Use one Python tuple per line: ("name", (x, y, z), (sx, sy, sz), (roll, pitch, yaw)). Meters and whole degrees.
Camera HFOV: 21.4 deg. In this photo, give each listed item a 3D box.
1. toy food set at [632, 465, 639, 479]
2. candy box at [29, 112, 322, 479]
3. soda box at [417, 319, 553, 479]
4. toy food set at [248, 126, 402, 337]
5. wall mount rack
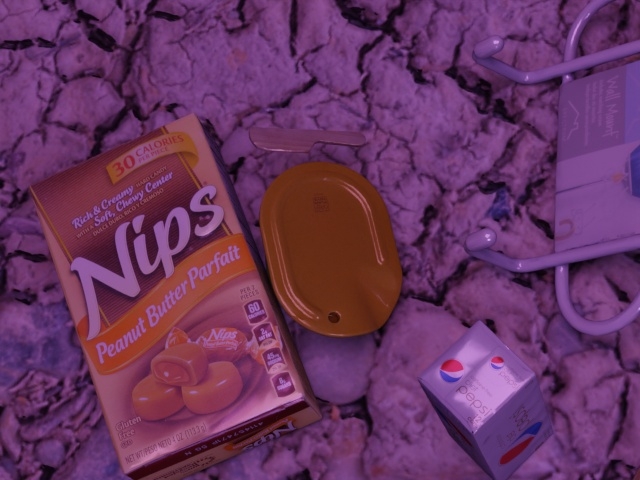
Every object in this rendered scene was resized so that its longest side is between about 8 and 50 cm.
("toy food set", (0.334, 0.236, 1.481), (0.132, 0.038, 0.192), (33, 85, 28))
("candy box", (-0.141, 0.057, 1.617), (0.183, 0.087, 0.316), (-24, 67, 3))
("soda box", (0.145, 0.143, 1.453), (0.074, 0.216, 0.069), (-43, 69, -5))
("toy food set", (0.000, 0.000, 1.626), (0.128, 0.071, 0.217), (-5, 69, -15))
("wall mount rack", (0.267, -0.103, 1.511), (0.304, 0.130, 0.350), (-16, 62, 44))
